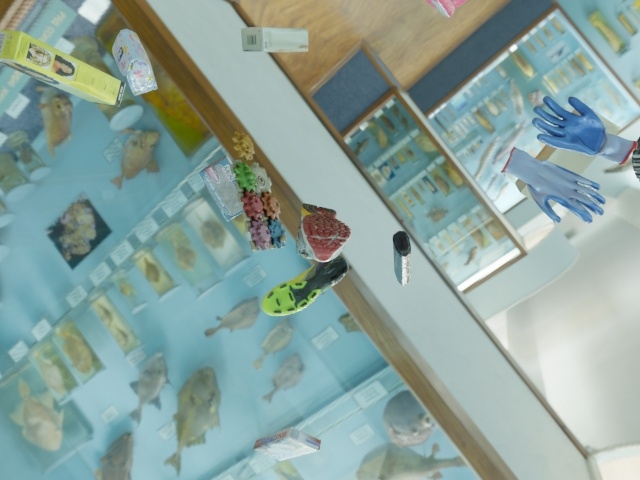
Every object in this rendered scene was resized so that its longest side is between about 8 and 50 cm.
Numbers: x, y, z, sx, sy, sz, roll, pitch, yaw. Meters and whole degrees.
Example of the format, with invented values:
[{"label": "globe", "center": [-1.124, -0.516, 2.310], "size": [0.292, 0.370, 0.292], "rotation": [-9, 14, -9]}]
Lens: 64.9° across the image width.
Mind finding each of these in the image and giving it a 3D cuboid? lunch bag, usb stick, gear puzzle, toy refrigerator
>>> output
[{"label": "lunch bag", "center": [-0.311, -0.297, 0.836], "size": [0.053, 0.071, 0.083], "rotation": [-21, 163, -15]}, {"label": "usb stick", "center": [0.230, 0.054, 1.417], "size": [0.045, 0.077, 0.278], "rotation": [-11, 157, 4]}, {"label": "gear puzzle", "center": [-0.164, -0.140, 1.364], "size": [0.044, 0.338, 0.175], "rotation": [-18, 175, 28]}, {"label": "toy refrigerator", "center": [0.663, -0.227, 1.370], "size": [0.269, 0.102, 0.094], "rotation": [-58, -175, 26]}]

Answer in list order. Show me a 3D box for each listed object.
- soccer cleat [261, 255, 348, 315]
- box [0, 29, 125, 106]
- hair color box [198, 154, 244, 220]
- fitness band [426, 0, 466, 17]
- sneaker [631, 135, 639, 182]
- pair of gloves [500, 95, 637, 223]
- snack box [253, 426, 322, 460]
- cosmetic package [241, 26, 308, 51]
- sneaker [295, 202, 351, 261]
[{"label": "soccer cleat", "center": [-0.045, 0.138, 1.466], "size": [0.289, 0.093, 0.121], "rotation": [-30, 178, -21]}, {"label": "box", "center": [-0.508, -0.332, 0.989], "size": [0.232, 0.087, 0.058], "rotation": [13, 91, -61]}, {"label": "hair color box", "center": [-0.313, -0.185, 1.684], "size": [0.105, 0.173, 0.347], "rotation": [-30, -166, -4]}, {"label": "fitness band", "center": [0.259, -0.544, 0.926], "size": [0.209, 0.054, 0.291], "rotation": [-56, 156, 14]}, {"label": "sneaker", "center": [0.752, -0.184, 1.087], "size": [0.107, 0.281, 0.162], "rotation": [7, -125, 40]}, {"label": "pair of gloves", "center": [0.365, -0.120, 0.742], "size": [0.198, 0.159, 0.023], "rotation": [-56, 169, -14]}, {"label": "snack box", "center": [-0.065, 0.378, 0.930], "size": [0.178, 0.064, 0.022], "rotation": [-46, -159, 52]}, {"label": "cosmetic package", "center": [-0.081, -0.363, 0.913], "size": [0.060, 0.041, 0.115], "rotation": [17, -154, 40]}, {"label": "sneaker", "center": [0.000, 0.000, 0.919], "size": [0.225, 0.088, 0.092], "rotation": [-100, -158, -75]}]
